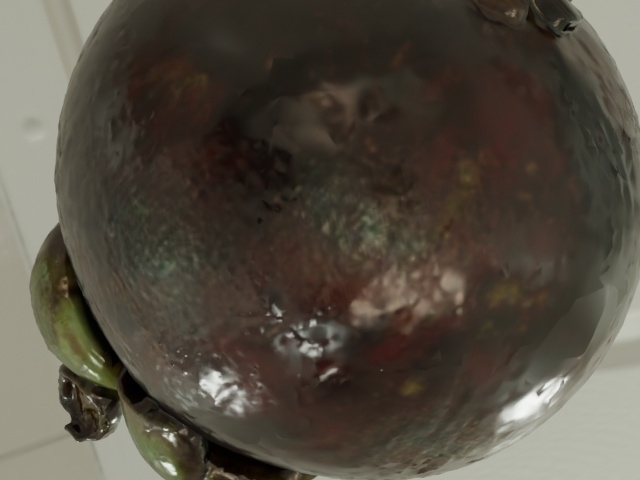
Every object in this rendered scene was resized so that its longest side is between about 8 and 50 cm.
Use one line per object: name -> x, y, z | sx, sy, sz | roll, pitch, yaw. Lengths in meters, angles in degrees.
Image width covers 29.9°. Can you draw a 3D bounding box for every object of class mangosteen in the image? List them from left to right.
mangosteen -> 0.004, -0.016, 0.585 | 0.311, 0.311, 0.311 | -15, -166, 4
